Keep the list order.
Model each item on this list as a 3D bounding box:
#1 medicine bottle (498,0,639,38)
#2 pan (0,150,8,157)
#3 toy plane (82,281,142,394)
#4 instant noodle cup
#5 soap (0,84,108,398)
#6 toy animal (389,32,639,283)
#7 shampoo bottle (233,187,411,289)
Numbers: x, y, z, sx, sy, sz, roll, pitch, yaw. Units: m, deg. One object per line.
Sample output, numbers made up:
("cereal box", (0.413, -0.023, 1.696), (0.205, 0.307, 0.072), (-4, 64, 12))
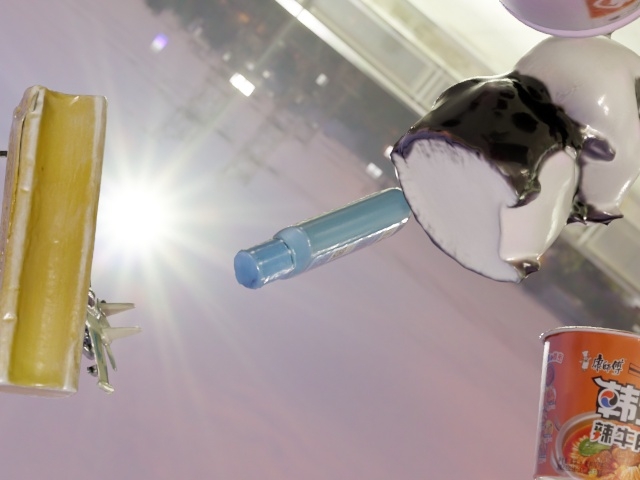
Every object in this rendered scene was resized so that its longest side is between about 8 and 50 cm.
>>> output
("medicine bottle", (0.215, -0.305, 1.169), (0.202, 0.202, 0.316), (41, -172, 14))
("pan", (-0.430, -0.093, 1.600), (0.023, 0.115, 0.068), (94, 170, -47))
("toy plane", (-0.302, 0.085, 1.642), (0.262, 0.088, 0.192), (47, -155, -66))
("instant noodle cup", (0.394, 0.240, 1.754), (0.250, 0.192, 0.250), (13, 165, 3))
("soap", (-0.261, 0.008, 1.258), (0.089, 0.274, 0.173), (8, 169, -17))
("toy animal", (0.265, -0.122, 1.603), (0.251, 0.310, 0.251), (36, 146, 30))
("shampoo bottle", (0.000, 0.000, 1.722), (0.258, 0.104, 0.061), (-22, -100, -39))
